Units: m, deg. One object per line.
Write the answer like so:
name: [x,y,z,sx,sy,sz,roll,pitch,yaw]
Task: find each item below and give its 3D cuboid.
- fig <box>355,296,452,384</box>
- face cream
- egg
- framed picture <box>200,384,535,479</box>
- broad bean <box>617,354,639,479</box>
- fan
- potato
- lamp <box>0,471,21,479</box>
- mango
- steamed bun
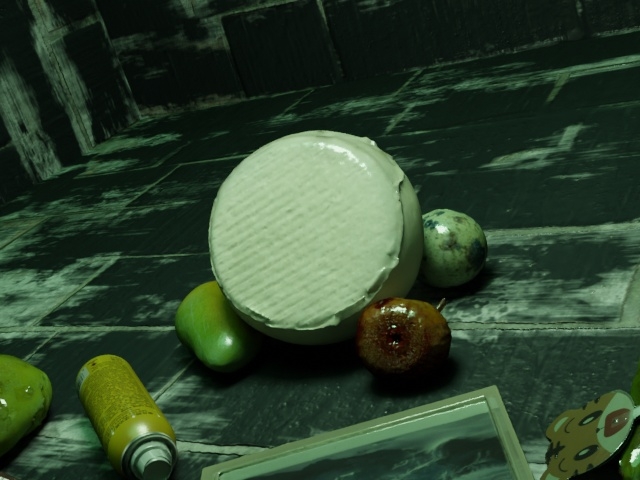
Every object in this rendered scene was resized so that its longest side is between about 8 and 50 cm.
fig: [0.139,0.145,1.391,0.146,0.133,0.201,19,13,14]
face cream: [-0.304,0.286,1.395,0.105,0.105,0.349,-26,23,-18]
egg: [0.215,0.014,1.580,0.141,0.141,0.182,-32,16,-30]
framed picture: [0.044,0.333,1.114,0.446,0.028,0.326,-17,22,4]
broad bean: [0.409,0.210,1.070,0.077,0.061,0.339,-18,19,35]
fan: [0.352,0.214,1.045,0.227,0.008,0.152,-37,8,33]
potato: [-0.573,0.288,1.546,0.186,0.148,0.253,-21,23,0]
lamp: [-0.417,0.398,1.057,0.247,0.246,0.247,-16,22,7]
mango: [-0.179,0.153,1.596,0.157,0.114,0.251,-13,19,-17]
steamed bun: [0.000,0.000,1.526,0.375,0.374,0.241,-12,-14,15]
